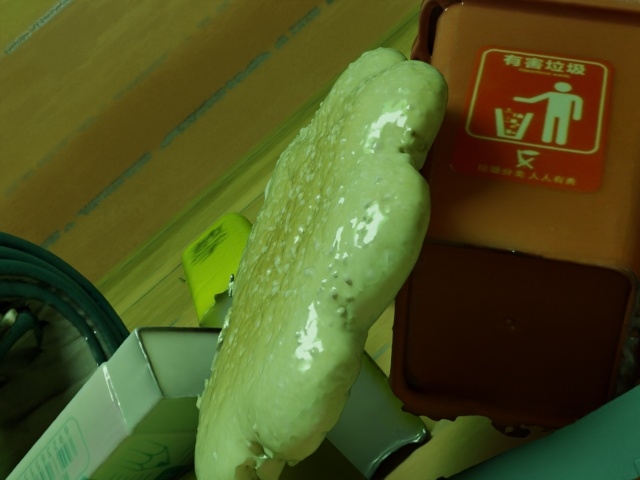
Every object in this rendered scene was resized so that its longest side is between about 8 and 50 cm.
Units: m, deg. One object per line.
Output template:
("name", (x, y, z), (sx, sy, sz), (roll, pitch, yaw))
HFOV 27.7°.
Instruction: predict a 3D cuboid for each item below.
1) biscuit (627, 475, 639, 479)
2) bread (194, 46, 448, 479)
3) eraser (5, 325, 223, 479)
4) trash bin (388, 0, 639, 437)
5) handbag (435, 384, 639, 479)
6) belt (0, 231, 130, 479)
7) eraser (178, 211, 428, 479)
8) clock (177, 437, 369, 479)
("biscuit", (0.119, 0.107, 0.404), (0.206, 0.025, 0.126), (-22, 17, 16))
("bread", (0.000, 0.000, 0.636), (0.182, 0.039, 0.251), (-50, 20, 48))
("eraser", (-0.120, 0.133, 0.762), (0.095, 0.052, 0.225), (4, -41, -42))
("trash bin", (0.112, -0.012, 0.704), (0.239, 0.161, 0.184), (-71, -14, -47))
("handbag", (0.109, 0.133, 0.487), (0.144, 0.057, 0.221), (-31, 12, 10))
("belt", (-0.270, 0.171, 0.925), (0.173, 0.300, 0.436), (-36, 15, 28))
("eraser", (-0.021, 0.065, 0.876), (0.069, 0.158, 0.226), (-43, 11, -1))
("clock", (-0.066, 0.195, 0.695), (0.202, 0.096, 0.143), (-37, 15, 22))
